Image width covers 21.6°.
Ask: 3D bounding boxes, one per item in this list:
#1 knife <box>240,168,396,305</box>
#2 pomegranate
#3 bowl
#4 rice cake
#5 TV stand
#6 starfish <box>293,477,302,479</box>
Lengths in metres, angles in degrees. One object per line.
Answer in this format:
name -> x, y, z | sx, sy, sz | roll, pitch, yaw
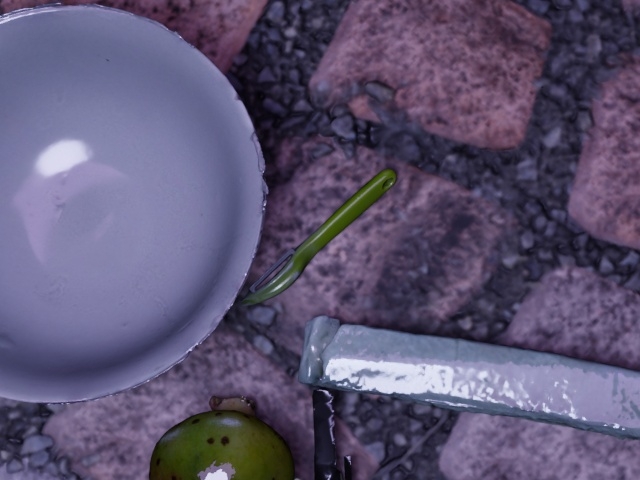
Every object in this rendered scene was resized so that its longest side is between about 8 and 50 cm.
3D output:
knife -> 0.000, 0.000, 1.517 | 0.184, 0.022, 0.026 | -43, 54, -3
pomegranate -> -0.083, 0.201, 1.444 | 0.130, 0.130, 0.130 | -1, 80, 4
bowl -> -0.210, -0.020, 1.467 | 0.345, 0.157, 0.346 | -1, 79, 4
rice cake -> 0.146, 0.122, 1.462 | 0.336, 0.063, 0.066 | 10, 78, 6
TV stand -> 0.009, 0.255, 1.462 | 0.042, 0.036, 0.249 | -2, 80, 3
starfish -> 0.032, 0.376, 1.391 | 0.347, 0.078, 0.358 | -29, 93, 3
